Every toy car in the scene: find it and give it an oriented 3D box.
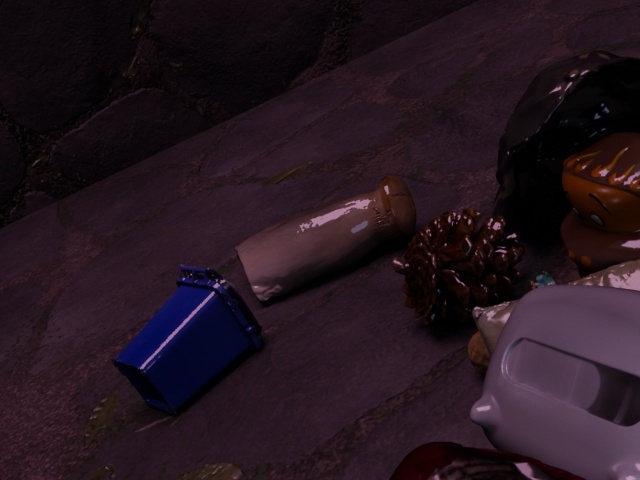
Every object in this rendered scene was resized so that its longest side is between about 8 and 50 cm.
[{"bbox_3d":[0.493,-0.054,1.281,0.340,0.240,0.271,-29,23,-10],"label":"toy car"}]

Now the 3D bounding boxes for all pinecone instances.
[{"bbox_3d":[0.226,0.033,1.462,0.212,0.169,0.185,-28,5,-14],"label":"pinecone"}]

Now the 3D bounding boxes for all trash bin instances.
[{"bbox_3d":[-0.242,0.175,1.652,0.234,0.184,0.162,-45,28,-27],"label":"trash bin"}]

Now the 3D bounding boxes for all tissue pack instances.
[{"bbox_3d":[0.319,0.167,0.926,0.333,0.236,0.230,16,90,60],"label":"tissue pack"}]

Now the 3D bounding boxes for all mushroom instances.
[{"bbox_3d":[-0.005,0.004,1.825,0.407,0.138,0.154,-24,9,21],"label":"mushroom"}]

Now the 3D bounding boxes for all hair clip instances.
[{"bbox_3d":[0.333,0.092,1.388,0.049,0.049,0.173,-17,23,21],"label":"hair clip"}]

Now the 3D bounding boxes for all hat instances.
[{"bbox_3d":[0.398,-0.186,1.602,0.366,0.257,0.381,-28,16,-9],"label":"hat"}]

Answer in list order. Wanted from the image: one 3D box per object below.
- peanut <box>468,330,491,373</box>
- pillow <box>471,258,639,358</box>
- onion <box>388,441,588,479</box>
[{"bbox_3d":[0.290,0.144,1.276,0.194,0.093,0.083,-19,-11,38],"label":"peanut"},{"bbox_3d":[0.360,0.123,1.155,0.302,0.185,0.075,-20,-15,13],"label":"pillow"},{"bbox_3d":[0.171,0.329,0.766,0.336,0.282,0.260,13,62,31],"label":"onion"}]
